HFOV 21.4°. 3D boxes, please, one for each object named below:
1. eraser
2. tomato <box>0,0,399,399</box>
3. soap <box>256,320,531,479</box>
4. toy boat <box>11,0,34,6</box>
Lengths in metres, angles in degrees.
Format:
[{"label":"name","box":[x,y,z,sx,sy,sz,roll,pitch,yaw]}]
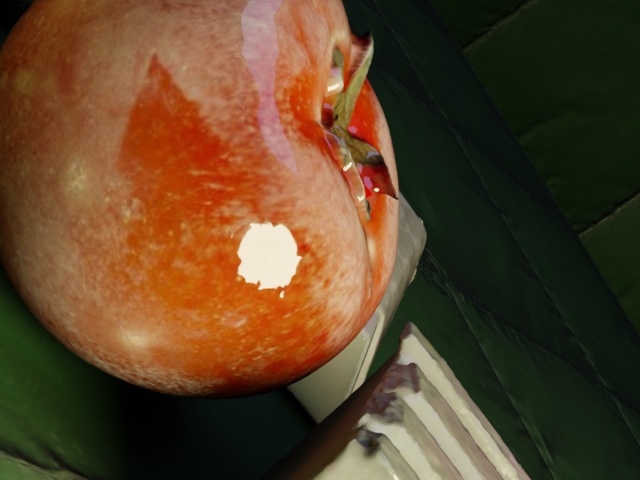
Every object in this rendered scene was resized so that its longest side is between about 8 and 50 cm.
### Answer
[{"label":"eraser","box":[0.000,0.000,1.378,0.213,0.082,0.397,51,15,-4]},{"label":"tomato","box":[-0.076,-0.041,0.961,0.270,0.227,0.270,-12,90,-73]},{"label":"soap","box":[0.073,0.226,0.930,0.302,0.159,0.258,51,11,0]},{"label":"toy boat","box":[-0.227,-0.245,1.161,0.269,0.141,0.141,10,44,-49]}]
